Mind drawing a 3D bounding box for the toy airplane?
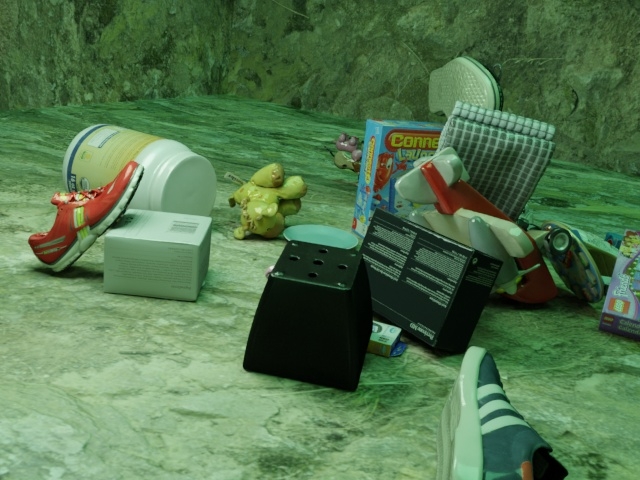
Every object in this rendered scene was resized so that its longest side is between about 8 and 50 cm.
[{"bbox_3d":[0.299,-0.004,1.493,0.384,0.272,0.386,34,-4,30],"label":"toy airplane"}]

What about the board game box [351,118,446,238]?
[{"bbox_3d":[0.255,-0.158,1.889,0.308,0.302,0.086,-2,20,-24],"label":"board game box"}]

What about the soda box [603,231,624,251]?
[{"bbox_3d":[0.886,0.025,1.948,0.210,0.067,0.071,5,18,-8],"label":"soda box"}]

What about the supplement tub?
[{"bbox_3d":[-0.428,-0.141,1.697,0.316,0.228,0.228,17,21,28],"label":"supplement tub"}]

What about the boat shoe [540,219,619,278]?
[{"bbox_3d":[0.683,0.030,1.826,0.096,0.098,0.277,-2,28,-32],"label":"boat shoe"}]

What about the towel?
[{"bbox_3d":[0.370,-0.159,1.597,0.235,0.284,0.121,13,54,3],"label":"towel"}]

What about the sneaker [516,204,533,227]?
[{"bbox_3d":[0.480,-0.022,1.822,0.122,0.146,0.330,13,20,14],"label":"sneaker"}]

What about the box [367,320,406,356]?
[{"bbox_3d":[0.085,0.169,1.274,0.136,0.028,0.081,11,18,18],"label":"box"}]

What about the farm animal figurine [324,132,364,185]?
[{"bbox_3d":[0.190,-0.221,2.306,0.326,0.172,0.330,15,8,-17],"label":"farm animal figurine"}]

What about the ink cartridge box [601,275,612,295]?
[{"bbox_3d":[0.693,0.111,1.678,0.115,0.029,0.063,10,19,11],"label":"ink cartridge box"}]

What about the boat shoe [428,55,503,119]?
[{"bbox_3d":[0.397,-0.378,1.843,0.155,0.187,0.500,1,13,-3],"label":"boat shoe"}]

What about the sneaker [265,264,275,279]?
[{"bbox_3d":[-0.053,0.083,1.473,0.119,0.047,0.057,-1,36,-14],"label":"sneaker"}]

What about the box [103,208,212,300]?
[{"bbox_3d":[-0.317,0.025,1.410,0.181,0.119,0.181,6,18,-2],"label":"box"}]

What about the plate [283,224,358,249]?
[{"bbox_3d":[0.000,0.000,1.760,0.188,0.024,0.188,6,19,-2],"label":"plate"}]

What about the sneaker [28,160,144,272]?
[{"bbox_3d":[-0.457,-0.060,1.376,0.118,0.279,0.107,44,6,-14],"label":"sneaker"}]

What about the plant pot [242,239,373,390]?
[{"bbox_3d":[-0.009,0.107,1.158,0.188,0.167,0.187,11,29,8],"label":"plant pot"}]

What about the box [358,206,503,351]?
[{"bbox_3d":[0.184,0.069,1.338,0.103,0.184,0.261,19,6,-42],"label":"box"}]

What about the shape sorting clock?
[{"bbox_3d":[0.551,0.049,1.573,0.040,0.206,0.206,-25,24,-5],"label":"shape sorting clock"}]

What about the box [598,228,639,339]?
[{"bbox_3d":[0.718,0.101,1.500,0.200,0.057,0.293,14,43,23],"label":"box"}]

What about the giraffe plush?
[{"bbox_3d":[-0.140,-0.080,1.768,0.210,0.181,0.170,13,37,-17],"label":"giraffe plush"}]

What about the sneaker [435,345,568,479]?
[{"bbox_3d":[0.233,0.262,0.918,0.148,0.131,0.350,17,25,6],"label":"sneaker"}]
